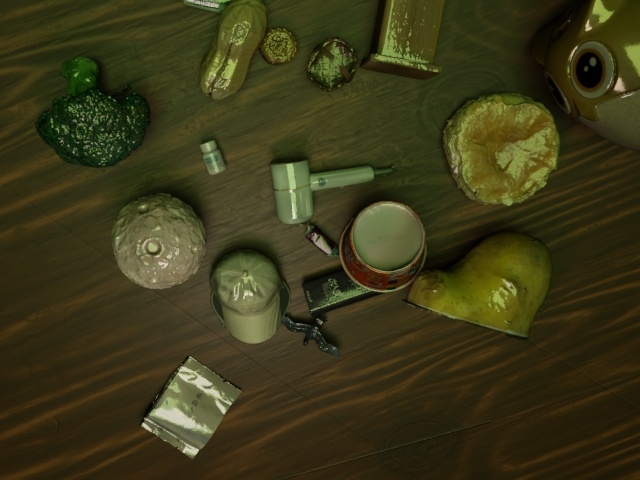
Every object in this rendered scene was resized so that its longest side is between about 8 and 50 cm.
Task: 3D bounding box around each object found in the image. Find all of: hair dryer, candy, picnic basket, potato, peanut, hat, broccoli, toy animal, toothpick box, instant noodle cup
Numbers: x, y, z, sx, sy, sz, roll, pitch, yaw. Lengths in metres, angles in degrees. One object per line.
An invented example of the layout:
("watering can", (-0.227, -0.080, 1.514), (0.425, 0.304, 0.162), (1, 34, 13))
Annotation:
("hair dryer", (0.046, -0.159, 1.960), (0.358, 0.107, 0.172), (-9, 107, -8))
("candy", (0.000, 0.000, 2.015), (0.175, 0.045, 0.043), (43, 112, -12))
("picnic basket", (0.031, -0.455, 1.831), (0.128, 0.178, 0.137), (39, 99, -12))
("potato", (0.453, 0.094, 1.976), (0.398, 0.290, 0.295), (19, 89, -7))
("peanut", (-0.226, -0.497, 1.828), (0.130, 0.130, 0.290), (23, 113, -9))
("hat", (-0.205, 0.163, 1.988), (0.232, 0.161, 0.274), (-4, 108, 1))
("broccoli", (-0.581, -0.328, 1.794), (0.298, 0.297, 0.297), (-14, 84, 0))
("toy animal", (-0.023, 0.266, 2.071), (0.220, 0.062, 0.108), (35, 102, 2))
("toothpick box", (0.230, -0.589, 1.819), (0.188, 0.190, 0.307), (9, 98, -6))
("toothpick box", (0.780, -0.451, 1.769), (0.426, 0.409, 0.408), (33, 100, -5))
("instant noodle cup", (0.176, 0.006, 1.911), (0.251, 0.192, 0.250), (0, 79, 1))

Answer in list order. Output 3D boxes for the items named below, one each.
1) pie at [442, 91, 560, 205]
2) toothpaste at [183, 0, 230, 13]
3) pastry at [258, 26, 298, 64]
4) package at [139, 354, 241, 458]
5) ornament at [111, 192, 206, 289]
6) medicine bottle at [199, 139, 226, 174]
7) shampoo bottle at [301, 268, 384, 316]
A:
("pie", (0.508, -0.256, 1.966), (0.340, 0.083, 0.339), (-1, 102, -4))
("toothpaste", (-0.271, -0.621, 1.843), (0.218, 0.041, 0.064), (8, 117, -9))
("pastry", (-0.114, -0.515, 1.872), (0.109, 0.057, 0.097), (8, 98, -8))
("package", (-0.390, 0.496, 2.113), (0.204, 0.062, 0.250), (37, 86, -11))
("ornament", (-0.421, 0.001, 1.880), (0.225, 0.259, 0.259), (-16, 105, 1))
("medicine bottle", (-0.295, -0.228, 1.932), (0.052, 0.052, 0.089), (-18, 104, 1))
("shampoo bottle", (0.106, 0.123, 2.029), (0.310, 0.071, 0.098), (-18, 67, 0))
